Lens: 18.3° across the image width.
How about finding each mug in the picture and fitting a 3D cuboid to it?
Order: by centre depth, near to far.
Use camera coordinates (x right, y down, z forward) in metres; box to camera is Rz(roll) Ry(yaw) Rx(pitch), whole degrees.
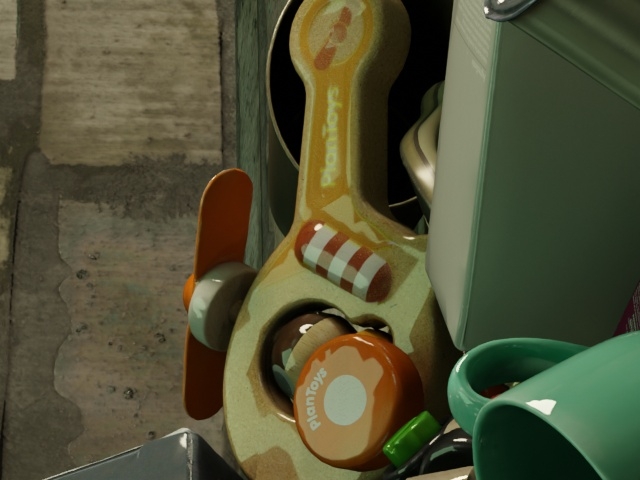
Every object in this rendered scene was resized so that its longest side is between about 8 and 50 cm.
[{"bbox_3d":[0.130,0.090,0.796,0.158,0.097,0.129,61,159,12],"label":"mug"}]

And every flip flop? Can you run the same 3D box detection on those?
[{"bbox_3d":[0.107,-0.036,1.195,0.277,0.080,0.112,-70,-41,-67],"label":"flip flop"}]

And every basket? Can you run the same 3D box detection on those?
[{"bbox_3d":[0.029,-0.076,1.514,0.227,0.154,0.204,102,172,-68],"label":"basket"}]

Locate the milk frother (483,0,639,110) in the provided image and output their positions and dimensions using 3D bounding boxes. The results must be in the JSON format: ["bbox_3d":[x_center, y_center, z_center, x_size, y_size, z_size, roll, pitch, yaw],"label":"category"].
[{"bbox_3d":[0.143,-0.104,0.741,0.129,0.134,0.143,-56,17,6],"label":"milk frother"}]

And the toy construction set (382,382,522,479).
[{"bbox_3d":[0.075,0.240,1.009,0.237,0.257,0.309,49,-169,0],"label":"toy construction set"}]

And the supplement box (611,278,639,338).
[{"bbox_3d":[0.162,0.041,0.861,0.083,0.055,0.043,105,165,-54],"label":"supplement box"}]

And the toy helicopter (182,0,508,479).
[{"bbox_3d":[0.000,0.000,1.319,0.235,0.140,0.355,-6,76,37],"label":"toy helicopter"}]

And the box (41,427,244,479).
[{"bbox_3d":[-0.121,0.347,1.375,0.395,0.293,0.212,52,-155,-45],"label":"box"}]

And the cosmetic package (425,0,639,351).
[{"bbox_3d":[0.125,-0.071,0.906,0.107,0.127,0.238,-106,21,-64],"label":"cosmetic package"}]

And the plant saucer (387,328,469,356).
[{"bbox_3d":[0.077,0.166,1.490,0.278,0.041,0.278,-177,90,-81],"label":"plant saucer"}]
